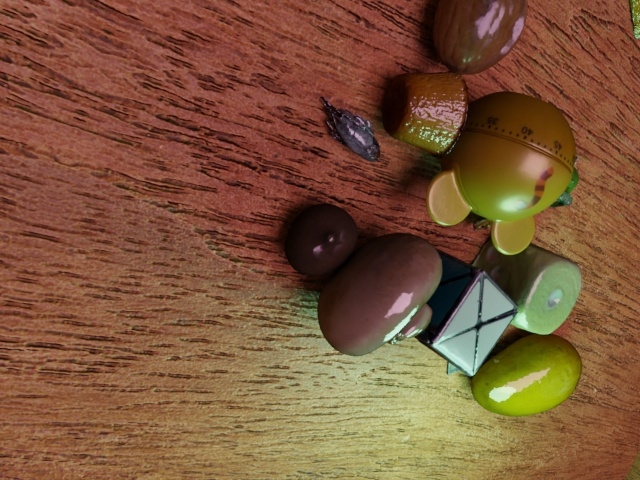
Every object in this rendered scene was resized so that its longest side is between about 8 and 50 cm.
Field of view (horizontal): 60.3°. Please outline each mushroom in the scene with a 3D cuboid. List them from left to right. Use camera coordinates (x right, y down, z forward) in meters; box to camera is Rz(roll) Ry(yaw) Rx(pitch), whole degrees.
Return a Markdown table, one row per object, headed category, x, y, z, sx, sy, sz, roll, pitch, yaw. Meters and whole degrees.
| category | x | y | z | sx | sy | sz | roll | pitch | yaw |
| --- | --- | --- | --- | --- | --- | --- | --- | --- | --- |
| mushroom | 0.169 | 0.153 | 1.384 | 0.362 | 0.362 | 0.294 | -43 | 93 | -10 |

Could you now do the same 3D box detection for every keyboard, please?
| category | x | y | z | sx | sy | sz | roll | pitch | yaw |
| --- | --- | --- | --- | --- | --- | --- | --- | --- | --- |
| keyboard | 0.513 | 0.422 | 1.925 | 0.176 | 0.014 | 0.055 | -12 | 112 | -28 |

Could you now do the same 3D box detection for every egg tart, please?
| category | x | y | z | sx | sy | sz | roll | pitch | yaw |
| --- | --- | --- | --- | --- | --- | --- | --- | --- | --- |
| egg tart | 0.255 | -0.318 | 1.358 | 0.171 | 0.215 | 0.215 | 4 | 108 | -18 |

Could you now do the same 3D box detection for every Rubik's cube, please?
| category | x | y | z | sx | sy | sz | roll | pitch | yaw |
| --- | --- | --- | --- | --- | --- | --- | --- | --- | --- |
| Rubik's cube | 0.365 | 0.192 | 1.595 | 0.255 | 0.259 | 0.260 | 41 | 82 | -38 |

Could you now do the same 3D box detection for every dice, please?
| category | x | y | z | sx | sy | sz | roll | pitch | yaw |
| --- | --- | --- | --- | --- | --- | --- | --- | --- | --- |
| dice | 0.640 | 0.133 | 1.737 | 0.255 | 0.250 | 0.251 | 17 | 99 | -35 |

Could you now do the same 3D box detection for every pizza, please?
| category | x | y | z | sx | sy | sz | roll | pitch | yaw |
| --- | --- | --- | --- | --- | --- | --- | --- | --- | --- |
| pizza | 0.562 | -0.079 | 1.642 | 0.201 | 0.193 | 0.053 | -30 | 98 | -12 |

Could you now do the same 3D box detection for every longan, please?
| category | x | y | z | sx | sy | sz | roll | pitch | yaw |
| --- | --- | --- | --- | --- | --- | --- | --- | --- | --- |
| longan | 0.000 | 0.000 | 1.341 | 0.189 | 0.189 | 0.189 | -12 | 115 | -27 |

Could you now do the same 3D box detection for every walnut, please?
| category | x | y | z | sx | sy | sz | roll | pitch | yaw |
| --- | --- | --- | --- | --- | --- | --- | --- | --- | --- |
| walnut | 0.379 | -0.529 | 1.333 | 0.225 | 0.225 | 0.260 | 4 | 113 | -33 |

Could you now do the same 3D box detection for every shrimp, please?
| category | x | y | z | sx | sy | sz | roll | pitch | yaw |
| --- | --- | --- | --- | --- | --- | --- | --- | --- | --- |
| shrimp | 0.073 | -0.274 | 1.334 | 0.090 | 0.079 | 0.233 | -30 | 126 | 28 |

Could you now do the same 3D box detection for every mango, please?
| category | x | y | z | sx | sy | sz | roll | pitch | yaw |
| --- | --- | --- | --- | --- | --- | --- | --- | --- | --- |
| mango | 0.730 | 0.484 | 1.959 | 0.446 | 0.220 | 0.301 | -7 | 115 | -26 |

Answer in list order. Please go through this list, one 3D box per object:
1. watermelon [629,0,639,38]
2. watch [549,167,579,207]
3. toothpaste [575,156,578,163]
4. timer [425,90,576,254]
| category | x | y | z | sx | sy | sz | roll | pitch | yaw |
| --- | --- | --- | --- | --- | --- | --- | --- | --- | --- |
| watermelon | 1.038 | -0.734 | 1.734 | 0.092 | 0.075 | 0.181 | -37 | 126 | -9 |
| watch | 0.716 | -0.185 | 1.739 | 0.131 | 0.165 | 0.151 | 21 | 73 | -35 |
| toothpaste | 0.808 | -0.281 | 1.813 | 0.140 | 0.021 | 0.037 | 18 | 98 | -37 |
| timer | 0.466 | -0.181 | 1.447 | 0.376 | 0.376 | 0.386 | 19 | 95 | -36 |
